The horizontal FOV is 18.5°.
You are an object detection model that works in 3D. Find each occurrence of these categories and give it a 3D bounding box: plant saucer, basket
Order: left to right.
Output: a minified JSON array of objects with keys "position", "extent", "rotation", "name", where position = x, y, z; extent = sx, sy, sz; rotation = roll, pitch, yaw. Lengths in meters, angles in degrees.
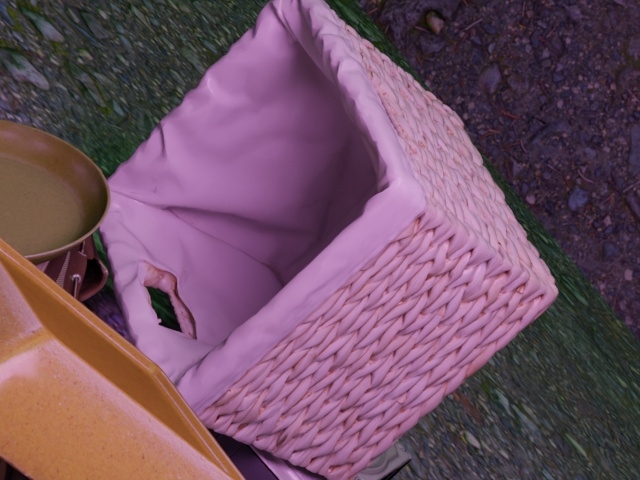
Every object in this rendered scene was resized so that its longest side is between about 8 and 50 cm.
[{"position":[-0.316,-0.039,1.819],"extent":[0.241,0.037,0.241],"rotation":[9,33,-6],"name":"plant saucer"},{"position":[-0.184,0.111,1.476],"extent":[0.333,0.081,0.333],"rotation":[43,1,-33],"name":"plant saucer"},{"position":[0.000,0.000,1.909],"extent":[0.266,0.331,0.328],"rotation":[29,25,-39],"name":"basket"}]

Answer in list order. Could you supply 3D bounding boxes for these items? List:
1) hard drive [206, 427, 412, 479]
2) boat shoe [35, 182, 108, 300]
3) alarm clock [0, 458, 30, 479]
[{"position":[-0.042,0.187,2.048],"extent":[0.237,0.064,0.339],"rotation":[48,18,10],"name":"hard drive"},{"position":[-0.253,0.022,1.893],"extent":[0.095,0.095,0.257],"rotation":[35,30,-13],"name":"boat shoe"},{"position":[-0.239,0.209,1.406],"extent":[0.064,0.129,0.192],"rotation":[35,11,-31],"name":"alarm clock"}]
